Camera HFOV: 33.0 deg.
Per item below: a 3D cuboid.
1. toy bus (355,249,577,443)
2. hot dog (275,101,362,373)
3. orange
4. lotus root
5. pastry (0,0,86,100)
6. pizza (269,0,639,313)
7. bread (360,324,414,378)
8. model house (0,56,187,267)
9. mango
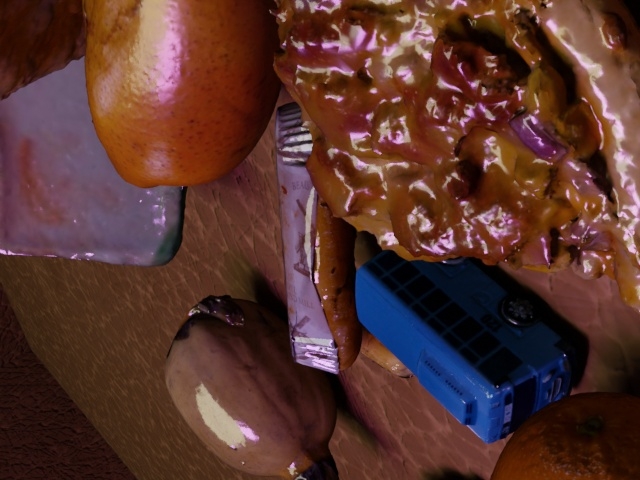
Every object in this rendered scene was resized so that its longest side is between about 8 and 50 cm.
[{"bbox_3d":[0.119,0.080,0.916,0.185,0.106,0.090,43,153,33],"label":"toy bus"},{"bbox_3d":[0.000,0.000,0.998,0.144,0.075,0.267,-97,5,-64],"label":"hot dog"},{"bbox_3d":[0.213,0.210,0.790,0.206,0.206,0.206,44,154,28],"label":"orange"},{"bbox_3d":[-0.069,0.209,1.360,0.310,0.183,0.182,49,156,17],"label":"lotus root"},{"bbox_3d":[-0.270,-0.269,0.947,0.136,0.329,0.329,36,152,13],"label":"pastry"},{"bbox_3d":[0.079,-0.100,0.712,0.408,0.114,0.278,53,139,-2],"label":"pizza"},{"bbox_3d":[0.074,0.094,1.067,0.106,0.072,0.053,27,133,50],"label":"bread"},{"bbox_3d":[-0.273,-0.157,1.280,0.280,0.245,0.312,-109,23,-71],"label":"model house"},{"bbox_3d":[-0.113,-0.207,0.924,0.199,0.201,0.350,25,134,16],"label":"mango"}]
